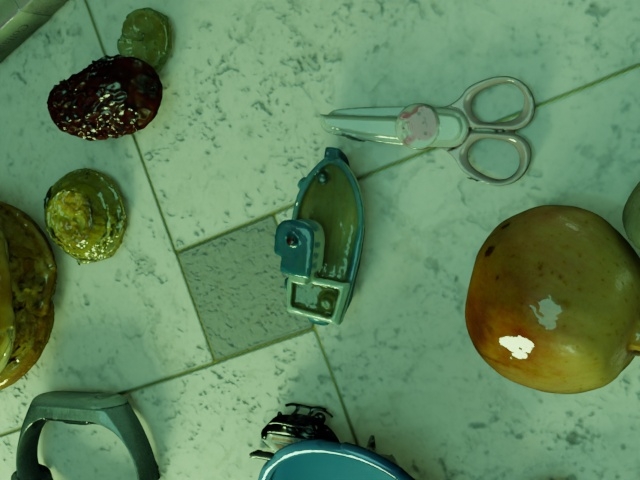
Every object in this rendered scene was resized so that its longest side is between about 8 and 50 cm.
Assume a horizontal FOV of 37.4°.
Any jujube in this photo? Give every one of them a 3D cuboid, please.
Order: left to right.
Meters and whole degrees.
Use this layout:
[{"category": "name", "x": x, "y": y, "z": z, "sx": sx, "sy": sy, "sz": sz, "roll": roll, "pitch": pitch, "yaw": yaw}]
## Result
[{"category": "jujube", "x": -0.271, "y": -0.169, "z": 1.181, "sx": 0.166, "sy": 0.104, "sz": 0.104, "roll": -14, "pitch": 90, "yaw": 36}]

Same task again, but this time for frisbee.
[{"category": "frisbee", "x": 0.041, "y": 0.317, "z": 1.101, "sx": 0.242, "sy": 0.045, "sz": 0.242, "roll": 12, "pitch": 127, "yaw": 17}]

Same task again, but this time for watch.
[{"category": "watch", "x": -0.319, "y": 0.300, "z": 1.267, "sx": 0.206, "sy": 0.068, "sz": 0.193, "roll": -2, "pitch": 94, "yaw": 21}]

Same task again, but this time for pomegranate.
[{"category": "pomegranate", "x": 0.239, "y": 0.061, "z": 0.946, "sx": 0.191, "sy": 0.191, "sz": 0.191, "roll": 3, "pitch": 97, "yaw": 22}]

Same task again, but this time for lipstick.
[{"category": "lipstick", "x": -0.428, "y": -0.288, "z": 1.243, "sx": 0.317, "sy": 0.066, "sz": 0.068, "roll": -34, "pitch": 82, "yaw": 22}]

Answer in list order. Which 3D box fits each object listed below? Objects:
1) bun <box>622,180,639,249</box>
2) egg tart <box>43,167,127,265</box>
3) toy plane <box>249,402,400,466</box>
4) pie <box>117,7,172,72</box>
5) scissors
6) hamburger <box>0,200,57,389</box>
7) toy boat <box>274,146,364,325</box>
[{"category": "bun", "x": 0.376, "y": -0.015, "z": 0.867, "sx": 0.178, "sy": 0.193, "sz": 0.128, "roll": 32, "pitch": 108, "yaw": 13}, {"category": "egg tart", "x": -0.312, "y": -0.029, "z": 1.233, "sx": 0.130, "sy": 0.052, "sz": 0.130, "roll": 2, "pitch": 97, "yaw": 19}, {"category": "toy plane", "x": 0.003, "y": 0.248, "z": 1.135, "sx": 0.197, "sy": 0.053, "sz": 0.078, "roll": 8, "pitch": 111, "yaw": 22}, {"category": "pie", "x": -0.218, "y": -0.249, "z": 1.185, "sx": 0.084, "sy": 0.020, "sz": 0.084, "roll": 4, "pitch": 99, "yaw": 24}, {"category": "scissors", "x": 0.114, "y": -0.128, "z": 1.053, "sx": 0.242, "sy": 0.030, "sz": 0.118, "roll": 7, "pitch": 98, "yaw": 20}, {"category": "hamburger", "x": -0.514, "y": 0.068, "z": 1.268, "sx": 0.314, "sy": 0.170, "sz": 0.290, "roll": -1, "pitch": 89, "yaw": 24}, {"category": "toy boat", "x": 0.000, "y": 0.000, "z": 1.079, "sx": 0.088, "sy": 0.102, "sz": 0.215, "roll": 13, "pitch": 100, "yaw": 19}]
